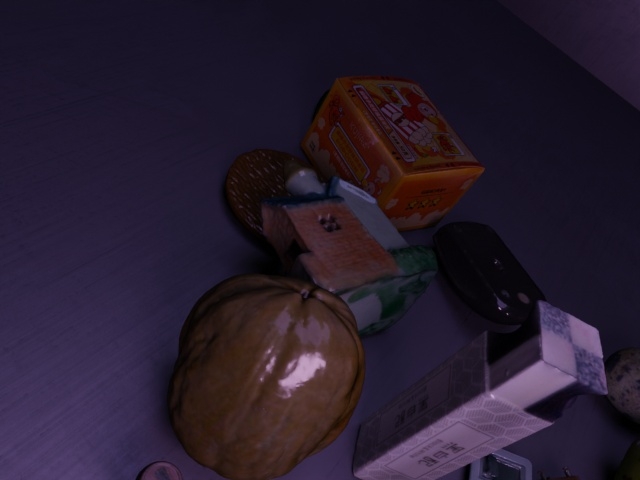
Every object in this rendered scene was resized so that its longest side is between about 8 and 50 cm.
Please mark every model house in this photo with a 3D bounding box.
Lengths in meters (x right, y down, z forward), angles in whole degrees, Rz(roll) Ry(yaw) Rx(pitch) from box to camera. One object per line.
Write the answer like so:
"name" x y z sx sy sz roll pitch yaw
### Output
"model house" 0.000 0.000 1.012 0.267 0.194 0.325 -9 55 -35

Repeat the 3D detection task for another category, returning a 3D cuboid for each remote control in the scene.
"remote control" 0.262 0.444 0.866 0.103 0.051 0.293 21 41 5

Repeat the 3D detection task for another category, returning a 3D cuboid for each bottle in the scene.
"bottle" -0.195 0.299 0.654 0.053 0.140 0.053 16 45 -17

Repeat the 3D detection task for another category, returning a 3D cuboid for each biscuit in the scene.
"biscuit" -0.070 -0.079 1.150 0.261 0.037 0.262 17 47 -19

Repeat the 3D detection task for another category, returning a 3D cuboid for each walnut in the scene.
"walnut" -0.074 0.169 0.752 0.282 0.283 0.227 38 25 5

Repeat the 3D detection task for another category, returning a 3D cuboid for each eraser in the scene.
"eraser" 0.183 0.226 0.756 0.098 0.404 0.096 27 46 -10

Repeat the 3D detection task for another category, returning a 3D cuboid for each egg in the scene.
"egg" 0.664 0.303 1.174 0.182 0.141 0.141 48 44 13

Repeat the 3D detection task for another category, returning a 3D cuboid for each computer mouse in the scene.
"computer mouse" 0.348 0.079 1.216 0.170 0.100 0.269 4 45 -34

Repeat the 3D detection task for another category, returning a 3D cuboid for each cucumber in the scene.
"cucumber" 0.011 -0.338 1.438 0.039 0.039 0.168 28 45 -6

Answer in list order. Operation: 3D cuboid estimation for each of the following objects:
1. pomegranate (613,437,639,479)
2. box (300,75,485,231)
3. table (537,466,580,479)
"pomegranate" 0.629 0.454 1.005 0.248 0.214 0.214 43 24 -52
"box" 0.154 -0.187 1.261 0.259 0.214 0.284 -8 56 -38
"table" 0.386 0.424 0.945 0.083 0.070 0.082 5 50 -26
